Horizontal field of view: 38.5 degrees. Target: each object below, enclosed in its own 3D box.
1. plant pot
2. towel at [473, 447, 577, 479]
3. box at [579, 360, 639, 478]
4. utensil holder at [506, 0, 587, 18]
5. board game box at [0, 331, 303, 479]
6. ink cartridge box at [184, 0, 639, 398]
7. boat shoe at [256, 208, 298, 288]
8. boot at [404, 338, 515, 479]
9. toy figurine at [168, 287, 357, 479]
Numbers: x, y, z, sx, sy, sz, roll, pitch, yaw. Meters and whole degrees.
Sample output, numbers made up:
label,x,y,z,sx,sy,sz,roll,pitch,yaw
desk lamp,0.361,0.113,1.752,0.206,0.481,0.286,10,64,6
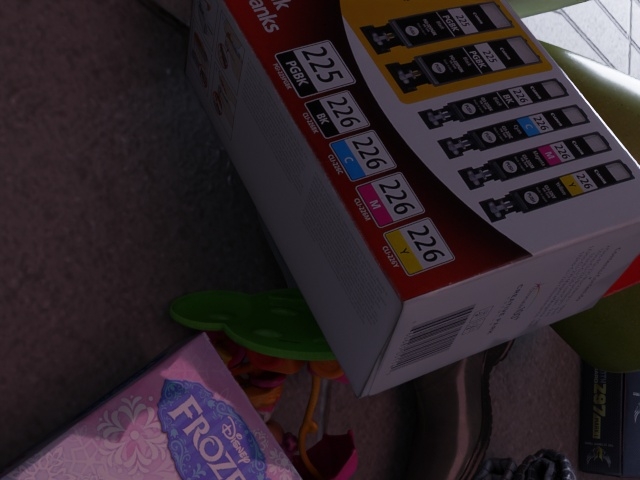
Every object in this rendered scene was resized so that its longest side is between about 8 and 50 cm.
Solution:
label,x,y,z,sx,sy,sz,roll,pitch,yaw
plant pot,0.242,-0.065,0.895,0.293,0.275,0.275,36,60,-14
towel,0.198,0.359,0.829,0.284,0.121,0.235,-42,114,-58
box,0.408,0.200,1.136,0.233,0.059,0.183,15,76,-41
utensil holder,0.255,-0.382,0.834,0.327,0.385,0.327,7,80,-43
board game box,-0.113,0.274,0.550,0.318,0.066,0.318,-36,96,-31
ink cartridge box,0.085,-0.086,0.659,0.272,0.130,0.309,-18,61,-23
boat shoe,0.000,0.000,0.774,0.076,0.083,0.226,-14,97,-70
boot,0.086,0.110,0.845,0.161,0.083,0.246,33,63,-23
toy figurine,-0.032,0.129,0.696,0.130,0.173,0.159,-52,146,-70
